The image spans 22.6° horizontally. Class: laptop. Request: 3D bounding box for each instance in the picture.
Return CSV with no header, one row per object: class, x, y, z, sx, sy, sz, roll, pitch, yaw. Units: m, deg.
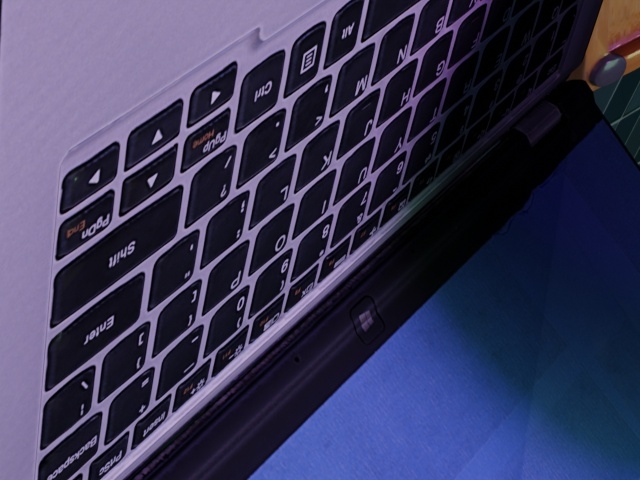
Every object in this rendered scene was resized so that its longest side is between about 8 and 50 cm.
laptop,0.099,0.025,0.498,0.382,0.236,0.408,-41,153,-44

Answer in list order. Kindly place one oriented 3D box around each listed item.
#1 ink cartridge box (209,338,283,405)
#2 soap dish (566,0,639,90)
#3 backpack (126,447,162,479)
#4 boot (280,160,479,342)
ink cartridge box,0.000,0.000,1.053,0.333,0.065,0.165,-62,164,6
soap dish,0.199,-0.236,0.927,0.229,0.118,0.291,-27,142,-14
backpack,-0.153,0.174,0.624,0.253,0.225,0.191,-45,128,-31
boot,0.050,0.084,1.068,0.264,0.096,0.280,-58,164,-4
